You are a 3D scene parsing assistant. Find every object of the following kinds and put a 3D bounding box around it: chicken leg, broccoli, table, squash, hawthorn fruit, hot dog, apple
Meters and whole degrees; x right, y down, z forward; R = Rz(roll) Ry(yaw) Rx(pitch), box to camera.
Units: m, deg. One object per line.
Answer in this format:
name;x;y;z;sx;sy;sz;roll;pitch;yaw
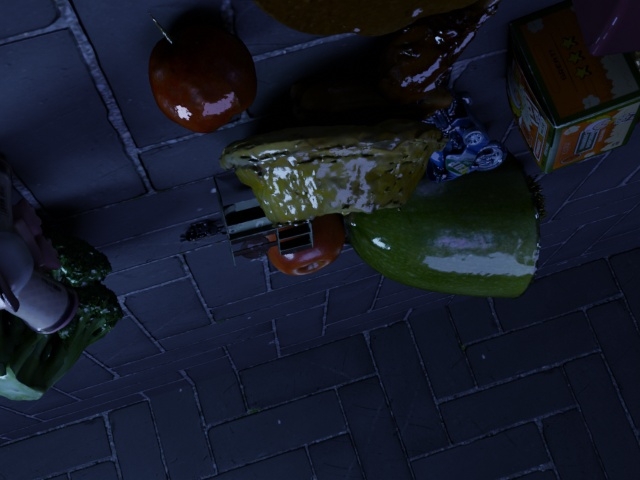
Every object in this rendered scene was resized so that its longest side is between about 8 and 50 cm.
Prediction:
chicken leg;0.183;-0.281;1.053;0.304;0.093;0.113;-40;172;33
broccoli;-0.465;0.109;1.308;0.308;0.275;0.307;2;138;1
table;-0.094;-0.047;1.422;0.146;0.062;0.175;-15;140;-9
squash;0.199;-0.013;1.543;0.309;0.310;0.310;-12;162;-16
hawthorn fruit;-0.136;-0.184;0.941;0.125;0.125;0.140;-22;165;13
hot dog;0.075;-0.203;1.194;0.250;0.068;0.100;-7;173;-26
apple;-0.029;-0.008;1.569;0.164;0.139;0.163;-6;157;-3

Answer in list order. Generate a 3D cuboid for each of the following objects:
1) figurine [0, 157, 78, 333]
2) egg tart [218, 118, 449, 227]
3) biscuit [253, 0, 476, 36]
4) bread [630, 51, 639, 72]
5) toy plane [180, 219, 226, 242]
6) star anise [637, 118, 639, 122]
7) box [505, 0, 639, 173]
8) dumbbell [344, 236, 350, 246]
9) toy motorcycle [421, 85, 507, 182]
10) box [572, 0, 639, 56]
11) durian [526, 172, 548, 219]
figurine;-0.527;0.050;1.082;0.362;0.253;0.211;-17;-176;15
egg tart;0.024;-0.097;1.208;0.346;0.132;0.345;-8;-177;0
biscuit;0.100;-0.326;0.822;0.381;0.074;0.359;-26;163;16
bread;0.548;-0.317;1.227;0.250;0.133;0.179;-26;166;27
toy plane;-0.205;-0.019;1.553;0.121;0.031;0.049;-15;169;-5
star anise;0.523;-0.245;1.503;0.220;0.098;0.214;-17;178;-20
box;0.367;-0.226;1.235;0.148;0.177;0.195;-19;164;5
dumbbell;0.000;0.000;1.741;0.254;0.081;0.082;-32;159;33
toy motorcycle;0.203;-0.167;1.369;0.136;0.092;0.254;-30;140;24
box;0.381;-0.332;0.908;0.168;0.193;0.294;-13;163;0
durian;0.389;-0.060;1.800;0.200;0.176;0.237;-17;159;9
